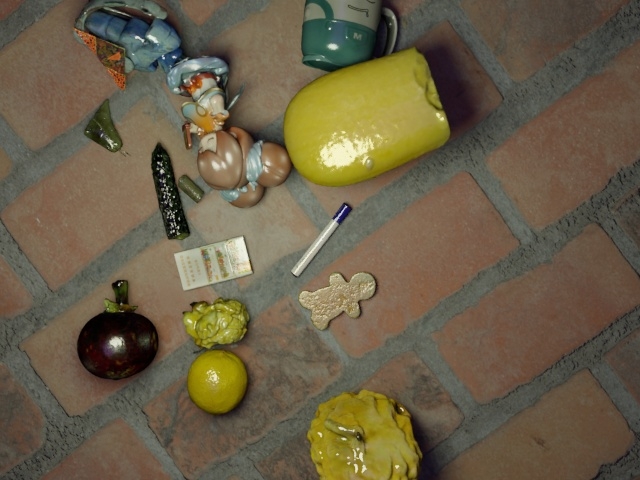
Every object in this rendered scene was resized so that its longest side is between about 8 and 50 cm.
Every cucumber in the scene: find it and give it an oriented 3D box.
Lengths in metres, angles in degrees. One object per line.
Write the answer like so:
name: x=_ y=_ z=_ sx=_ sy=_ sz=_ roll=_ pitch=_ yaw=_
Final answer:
cucumber: x=-0.461 y=-0.146 z=1.790 sx=0.072 sy=0.072 sz=0.301 roll=-13 pitch=92 yaw=4

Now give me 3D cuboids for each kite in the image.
kite: x=-0.585 y=-0.519 z=1.662 sx=0.125 sy=0.008 sz=0.222 roll=-9 pitch=130 yaw=35

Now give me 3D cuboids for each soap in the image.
soap: x=0.108 y=-0.315 z=1.576 sx=0.426 sy=0.115 sz=0.306 roll=-17 pitch=91 yaw=11

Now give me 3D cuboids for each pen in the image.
pen: x=0.000 y=0.000 z=1.788 sx=0.033 sy=0.033 sz=0.269 roll=38 pitch=94 yaw=1

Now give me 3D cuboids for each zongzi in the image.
zongzi: x=-0.621 y=-0.336 z=1.801 sx=0.154 sy=0.062 sz=0.131 roll=32 pitch=82 yaw=-5

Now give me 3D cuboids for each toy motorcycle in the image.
toy motorcycle: x=-0.537 y=-0.572 z=1.692 sx=0.318 sy=0.241 sz=0.182 roll=14 pitch=87 yaw=1

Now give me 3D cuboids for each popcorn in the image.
popcorn: x=0.115 y=0.616 z=1.690 sx=0.348 sy=0.349 sz=0.382 roll=17 pitch=132 yaw=2
popcorn: x=-0.313 y=0.251 z=1.753 sx=0.194 sy=0.168 sz=0.174 roll=-10 pitch=113 yaw=9

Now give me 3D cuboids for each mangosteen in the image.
mangosteen: x=-0.597 y=0.261 z=1.742 sx=0.231 sy=0.231 sz=0.290 roll=-7 pitch=87 yaw=4

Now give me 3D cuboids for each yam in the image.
yam: x=-0.394 y=-0.157 z=1.799 sx=0.094 sy=0.043 sz=0.043 roll=42 pitch=94 yaw=-1

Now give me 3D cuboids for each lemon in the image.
lemon: x=-0.307 y=0.421 z=1.757 sx=0.178 sy=0.178 sz=0.203 roll=10 pitch=95 yaw=3

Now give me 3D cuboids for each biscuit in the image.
biscuit: x=0.061 y=0.172 z=1.795 sx=0.234 sy=0.030 sz=0.153 roll=-30 pitch=92 yaw=4

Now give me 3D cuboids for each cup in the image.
cup: x=0.087 y=-0.606 z=1.678 sx=0.289 sy=0.219 sz=0.258 roll=6 pitch=94 yaw=-29

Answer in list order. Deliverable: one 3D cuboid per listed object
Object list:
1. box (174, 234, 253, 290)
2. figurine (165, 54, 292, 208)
box: x=-0.325 y=0.070 z=1.810 sx=0.220 sy=0.032 sz=0.122 roll=-15 pitch=92 yaw=4
figurine: x=-0.271 y=-0.296 z=1.680 sx=0.248 sy=0.276 sz=0.388 roll=-11 pitch=77 yaw=-37
